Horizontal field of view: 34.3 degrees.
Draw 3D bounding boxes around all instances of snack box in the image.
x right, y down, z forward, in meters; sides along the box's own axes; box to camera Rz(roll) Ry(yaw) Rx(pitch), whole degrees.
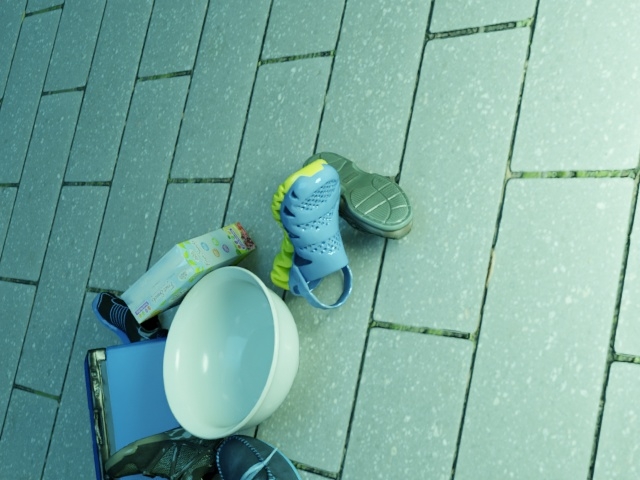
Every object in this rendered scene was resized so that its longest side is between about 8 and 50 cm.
[{"bbox_3d":[-0.241,0.057,1.916,0.174,0.207,0.070,-40,81,30],"label":"snack box"}]

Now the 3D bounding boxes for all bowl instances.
[{"bbox_3d":[-0.133,0.203,1.805,0.298,0.134,0.298,-18,63,40],"label":"bowl"}]

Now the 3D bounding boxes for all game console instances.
[{"bbox_3d":[-0.356,0.349,2.022,0.250,0.173,0.293,145,119,-72],"label":"game console"}]

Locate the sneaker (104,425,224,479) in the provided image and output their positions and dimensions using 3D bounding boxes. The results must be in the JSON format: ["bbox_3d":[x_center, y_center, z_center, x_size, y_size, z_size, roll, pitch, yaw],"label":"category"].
[{"bbox_3d":[-0.276,0.413,1.868,0.227,0.087,0.130,-17,69,4],"label":"sneaker"}]

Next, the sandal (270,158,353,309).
[{"bbox_3d":[0.000,0.000,1.689,0.138,0.126,0.317,44,154,29],"label":"sandal"}]

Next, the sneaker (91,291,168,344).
[{"bbox_3d":[-0.384,0.158,2.125,0.232,0.081,0.090,41,108,37],"label":"sneaker"}]

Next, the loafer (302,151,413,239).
[{"bbox_3d":[0.070,-0.064,1.746,0.096,0.084,0.267,-31,42,-19],"label":"loafer"}]

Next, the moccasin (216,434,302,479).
[{"bbox_3d":[-0.086,0.430,1.686,0.342,0.117,0.138,41,106,45],"label":"moccasin"}]
